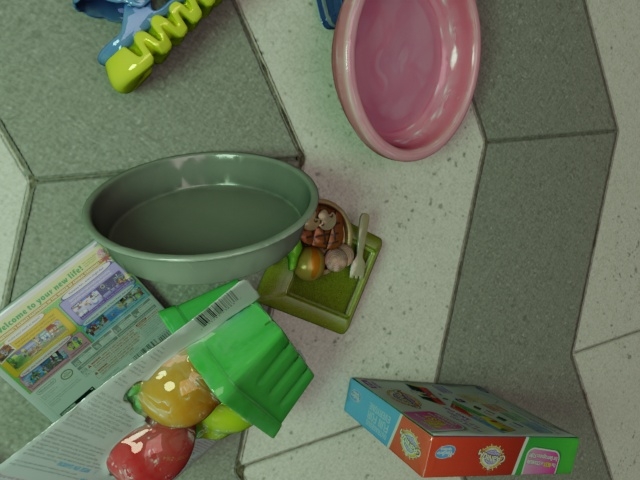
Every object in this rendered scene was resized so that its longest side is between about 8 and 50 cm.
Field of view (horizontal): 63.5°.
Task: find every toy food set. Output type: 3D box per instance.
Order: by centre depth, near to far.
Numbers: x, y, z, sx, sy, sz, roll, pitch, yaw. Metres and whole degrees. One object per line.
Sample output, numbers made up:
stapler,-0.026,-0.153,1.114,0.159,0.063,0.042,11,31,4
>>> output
toy food set,0.000,0.000,0.816,0.192,0.039,0.132,6,92,-26

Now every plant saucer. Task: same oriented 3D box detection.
plant saucer,0.136,-0.298,0.843,0.332,0.084,0.331,-16,114,-39
plant saucer,0.011,0.049,0.874,0.188,0.045,0.188,25,83,-25

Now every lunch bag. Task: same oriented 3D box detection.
lunch bag,0.032,-0.388,0.836,0.067,0.065,0.098,-20,102,-39

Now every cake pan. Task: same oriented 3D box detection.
cake pan,-0.148,-0.037,0.674,0.293,0.293,0.054,-16,125,-24

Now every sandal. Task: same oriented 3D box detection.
sandal,-0.205,-0.354,0.696,0.138,0.126,0.317,44,74,-18

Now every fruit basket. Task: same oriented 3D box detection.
fruit basket,-0.194,0.220,0.694,0.353,0.165,0.327,-34,147,-7

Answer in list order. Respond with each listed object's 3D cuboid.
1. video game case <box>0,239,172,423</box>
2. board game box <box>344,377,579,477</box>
video game case,-0.333,0.134,0.728,0.212,0.023,0.193,-42,111,-16
board game box,0.237,0.318,0.899,0.317,0.242,0.064,11,91,-26
